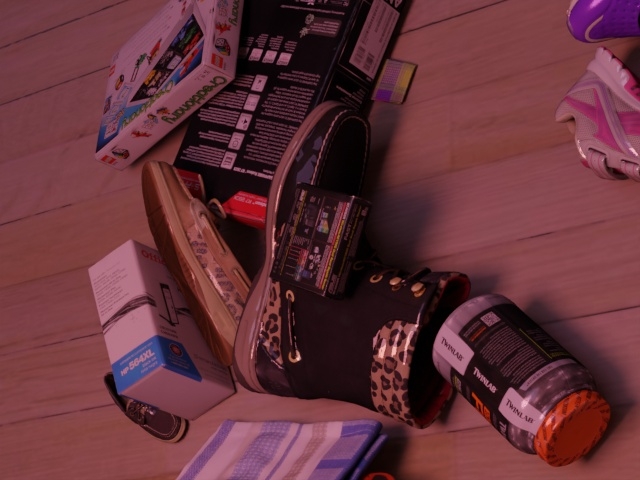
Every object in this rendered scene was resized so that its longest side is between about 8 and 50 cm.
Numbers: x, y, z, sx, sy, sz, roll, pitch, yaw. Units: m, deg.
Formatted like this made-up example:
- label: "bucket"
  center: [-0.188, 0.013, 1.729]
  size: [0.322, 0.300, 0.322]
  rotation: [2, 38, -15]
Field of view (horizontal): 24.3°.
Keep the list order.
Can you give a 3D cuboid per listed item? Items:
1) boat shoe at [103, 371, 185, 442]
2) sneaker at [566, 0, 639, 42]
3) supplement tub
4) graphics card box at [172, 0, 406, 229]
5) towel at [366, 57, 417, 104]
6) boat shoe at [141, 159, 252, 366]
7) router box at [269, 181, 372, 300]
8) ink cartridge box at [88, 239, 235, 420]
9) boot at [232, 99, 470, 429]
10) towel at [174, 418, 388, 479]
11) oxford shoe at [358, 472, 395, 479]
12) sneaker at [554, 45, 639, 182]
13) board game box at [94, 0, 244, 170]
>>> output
- label: "boat shoe"
  center: [-0.241, 0.223, 1.991]
  size: [0.152, 0.049, 0.056]
  rotation: [28, 89, 41]
- label: "sneaker"
  center: [0.419, -0.260, 1.635]
  size: [0.293, 0.102, 0.146]
  rotation: [-20, 65, 17]
- label: "supplement tub"
  center: [0.220, 0.153, 1.623]
  size: [0.117, 0.117, 0.190]
  rotation: [-52, 49, 8]
- label: "graphics card box"
  center: [-0.050, -0.197, 1.989]
  size: [0.232, 0.094, 0.371]
  rotation: [14, 81, 44]
- label: "towel"
  center: [0.085, -0.210, 1.952]
  size: [0.083, 0.009, 0.060]
  rotation: [13, 79, 39]
- label: "boat shoe"
  center: [-0.147, 0.020, 1.924]
  size: [0.285, 0.089, 0.104]
  rotation: [65, 161, 4]
- label: "router box"
  center: [0.000, 0.000, 1.731]
  size: [0.092, 0.038, 0.123]
  rotation: [18, 91, 41]
- label: "ink cartridge box"
  center: [-0.209, 0.116, 1.946]
  size: [0.086, 0.148, 0.203]
  rotation: [-34, 54, 23]
- label: "boot"
  center: [0.058, 0.031, 1.785]
  size: [0.284, 0.138, 0.378]
  rotation: [14, 84, 41]
- label: "towel"
  center: [-0.073, 0.285, 1.757]
  size: [0.285, 0.034, 0.209]
  rotation: [-6, 33, 45]
- label: "oxford shoe"
  center: [-0.015, 0.354, 1.718]
  size: [0.271, 0.098, 0.097]
  rotation: [-19, 23, 28]
- label: "sneaker"
  center: [0.351, -0.103, 1.650]
  size: [0.111, 0.103, 0.252]
  rotation: [-46, 42, 14]
- label: "board game box"
  center: [-0.213, -0.246, 2.091]
  size: [0.305, 0.053, 0.193]
  rotation: [-32, 44, 46]
